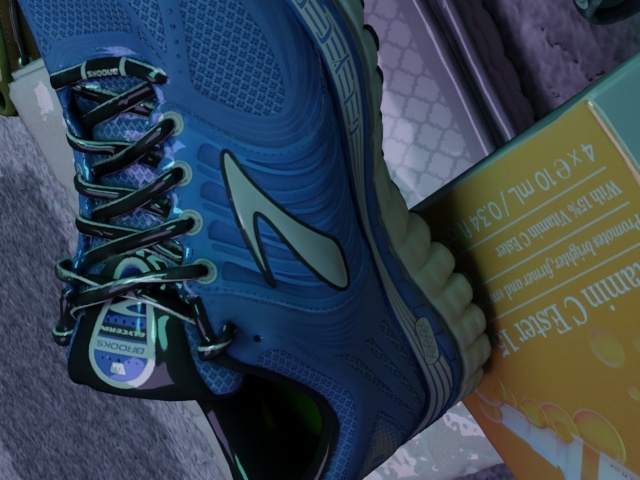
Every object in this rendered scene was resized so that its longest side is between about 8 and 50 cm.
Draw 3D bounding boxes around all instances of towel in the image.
[{"bbox_3d":[0.000,0.000,1.064,0.317,0.053,0.331,-20,102,38],"label":"towel"}]

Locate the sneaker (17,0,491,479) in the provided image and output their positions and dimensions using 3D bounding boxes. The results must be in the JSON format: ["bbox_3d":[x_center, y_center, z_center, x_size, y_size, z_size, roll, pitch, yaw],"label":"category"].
[{"bbox_3d":[-0.045,-0.013,0.732,0.130,0.147,0.330,4,134,44],"label":"sneaker"}]

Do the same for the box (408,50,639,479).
[{"bbox_3d":[0.212,0.075,0.814,0.345,0.168,0.215,55,151,1],"label":"box"}]

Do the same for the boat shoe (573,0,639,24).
[{"bbox_3d":[0.168,-0.158,0.688,0.301,0.108,0.102,-29,77,63],"label":"boat shoe"}]

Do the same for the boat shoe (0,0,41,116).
[{"bbox_3d":[-0.243,-0.232,1.245,0.111,0.104,0.307,-13,108,59],"label":"boat shoe"}]
